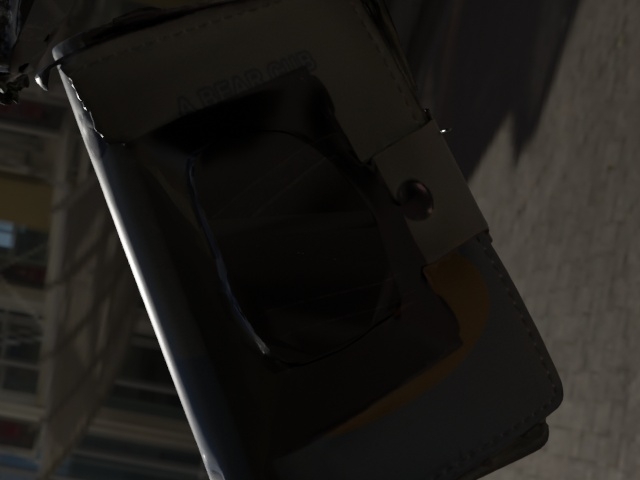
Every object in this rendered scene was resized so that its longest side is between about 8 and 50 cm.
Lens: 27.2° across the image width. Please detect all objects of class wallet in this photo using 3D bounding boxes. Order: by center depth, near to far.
[{"bbox_3d":[0.000,0.000,0.546,0.069,0.170,0.231,-24,89,60],"label":"wallet"}]

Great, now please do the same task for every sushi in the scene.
[{"bbox_3d":[-0.214,-0.135,0.825,0.085,0.083,0.056,-60,-8,18],"label":"sushi"}]
